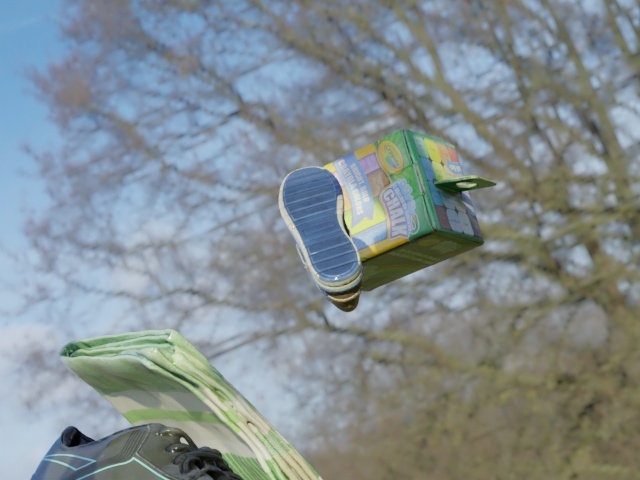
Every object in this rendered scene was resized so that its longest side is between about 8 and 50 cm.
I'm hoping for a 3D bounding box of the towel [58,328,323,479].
[{"bbox_3d":[-0.054,0.195,1.166,0.038,0.325,0.248,-48,15,-22],"label":"towel"}]

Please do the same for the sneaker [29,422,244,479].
[{"bbox_3d":[-0.084,0.149,0.835,0.267,0.106,0.101,-5,-35,40],"label":"sneaker"}]

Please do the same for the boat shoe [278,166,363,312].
[{"bbox_3d":[0.000,0.000,1.529,0.066,0.183,0.066,-13,-47,-1],"label":"boat shoe"}]

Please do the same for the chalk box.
[{"bbox_3d":[0.096,-0.042,1.758,0.213,0.132,0.132,-24,-19,25],"label":"chalk box"}]
